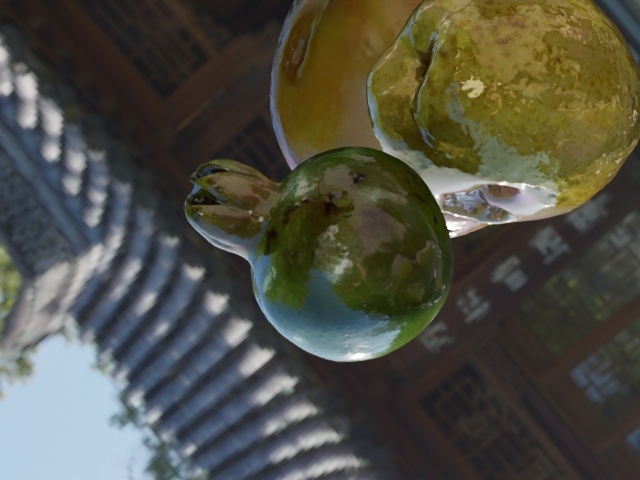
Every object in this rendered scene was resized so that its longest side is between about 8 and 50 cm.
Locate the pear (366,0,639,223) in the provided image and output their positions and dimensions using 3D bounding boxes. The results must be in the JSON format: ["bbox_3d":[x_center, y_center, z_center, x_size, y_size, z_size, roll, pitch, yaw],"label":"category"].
[{"bbox_3d":[0.177,-0.137,1.468,0.271,0.271,0.271,47,-169,-12],"label":"pear"}]

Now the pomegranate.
[{"bbox_3d":[0.013,-0.006,1.331,0.241,0.190,0.159,52,176,-7],"label":"pomegranate"}]

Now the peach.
[{"bbox_3d":[0.114,-0.181,1.776,0.372,0.372,0.290,47,-161,-14],"label":"peach"}]
